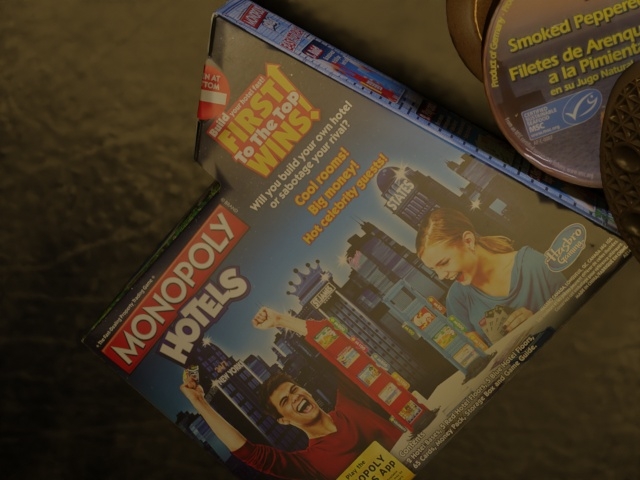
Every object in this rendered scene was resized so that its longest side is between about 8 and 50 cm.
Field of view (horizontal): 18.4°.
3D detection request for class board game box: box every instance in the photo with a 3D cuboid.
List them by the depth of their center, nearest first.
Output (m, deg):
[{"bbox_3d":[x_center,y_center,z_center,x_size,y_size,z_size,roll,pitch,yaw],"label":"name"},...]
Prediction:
[{"bbox_3d":[0.000,0.000,0.842,0.194,0.060,0.194,43,105,-3],"label":"board game box"}]

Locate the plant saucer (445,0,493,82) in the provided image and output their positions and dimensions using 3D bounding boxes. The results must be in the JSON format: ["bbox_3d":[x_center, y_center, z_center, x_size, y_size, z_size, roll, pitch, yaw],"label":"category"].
[{"bbox_3d":[0.094,-0.097,0.829,0.083,0.015,0.083,2,104,7],"label":"plant saucer"}]

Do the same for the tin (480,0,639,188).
[{"bbox_3d":[0.156,-0.091,0.800,0.190,0.040,0.106,-19,111,6],"label":"tin"}]

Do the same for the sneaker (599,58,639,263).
[{"bbox_3d":[0.166,-0.010,0.790,0.066,0.071,0.188,7,135,38],"label":"sneaker"}]
